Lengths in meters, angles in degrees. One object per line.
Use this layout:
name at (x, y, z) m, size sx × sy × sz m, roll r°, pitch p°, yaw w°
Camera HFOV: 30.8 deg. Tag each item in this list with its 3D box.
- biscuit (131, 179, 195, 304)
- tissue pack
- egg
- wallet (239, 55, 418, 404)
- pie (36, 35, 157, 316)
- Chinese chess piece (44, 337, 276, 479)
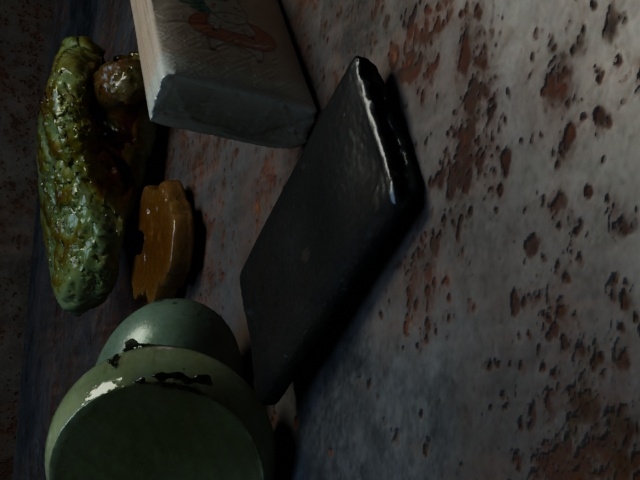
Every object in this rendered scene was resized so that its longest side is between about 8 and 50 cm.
biscuit at (-0.220, 0.007, 1.639) m, size 0.295 × 0.044 × 0.186 m, roll -168°, pitch 82°, yaw -71°
tissue pack at (-0.116, -0.228, 1.251) m, size 0.325 × 0.170 × 0.071 m, roll -107°, pitch 34°, yaw -47°
egg at (-0.170, 0.175, 1.277) m, size 0.169 × 0.169 × 0.237 m, roll -116°, pitch 36°, yaw -55°
wallet at (0.000, 0.000, 1.058) m, size 0.321 × 0.044 × 0.171 m, roll 122°, pitch 146°, yaw -44°
pie at (-0.375, -0.111, 1.873) m, size 0.395 × 0.180 × 0.418 m, roll -128°, pitch 49°, yaw -70°
Chinese chess piece at (-0.155, 0.212, 1.151) m, size 0.092 × 0.237 × 0.238 m, roll -89°, pitch 13°, yaw -69°
